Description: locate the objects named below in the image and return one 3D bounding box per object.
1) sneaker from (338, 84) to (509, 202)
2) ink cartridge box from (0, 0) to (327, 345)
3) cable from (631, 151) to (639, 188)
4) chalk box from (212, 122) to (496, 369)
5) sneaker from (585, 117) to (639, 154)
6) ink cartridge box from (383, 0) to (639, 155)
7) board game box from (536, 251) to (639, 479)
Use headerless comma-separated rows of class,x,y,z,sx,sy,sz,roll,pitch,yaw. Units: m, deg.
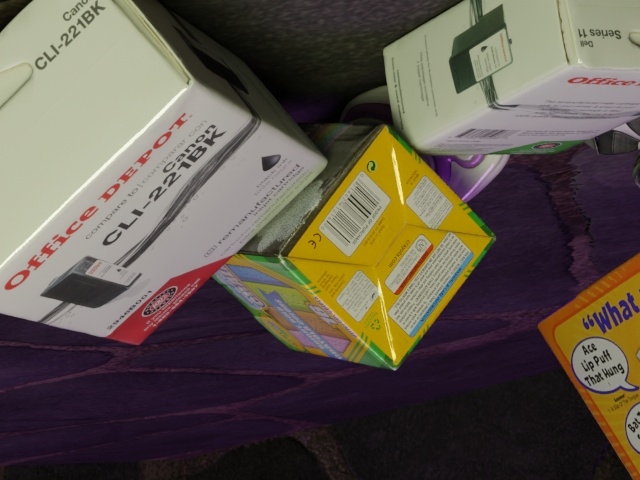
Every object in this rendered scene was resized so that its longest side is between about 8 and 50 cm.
sneaker,0.069,-0.069,1.627,0.152,0.114,0.305,-25,180,-37
ink cartridge box,-0.135,-0.047,1.282,0.197,0.114,0.273,-43,161,7
cable,0.391,-0.106,1.829,0.139,0.072,0.287,13,149,-17
chalk box,0.000,0.000,1.478,0.132,0.132,0.213,44,164,-23
sneaker,0.238,-0.108,1.562,0.106,0.078,0.234,-15,169,17
ink cartridge box,0.164,-0.127,1.385,0.153,0.087,0.208,-1,167,-33
board game box,0.480,0.087,1.649,0.356,0.356,0.356,-27,172,-34
